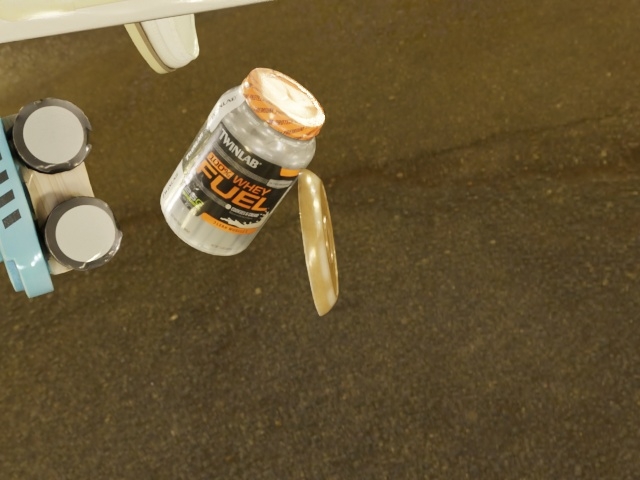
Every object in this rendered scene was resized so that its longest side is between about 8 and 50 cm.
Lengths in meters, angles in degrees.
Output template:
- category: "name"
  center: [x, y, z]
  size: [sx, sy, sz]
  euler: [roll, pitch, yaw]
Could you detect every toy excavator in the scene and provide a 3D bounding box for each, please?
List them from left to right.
- category: "toy excavator"
  center: [-0.555, -0.098, 1.089]
  size: [0.445, 0.433, 0.222]
  euler: [-19, 8, -22]

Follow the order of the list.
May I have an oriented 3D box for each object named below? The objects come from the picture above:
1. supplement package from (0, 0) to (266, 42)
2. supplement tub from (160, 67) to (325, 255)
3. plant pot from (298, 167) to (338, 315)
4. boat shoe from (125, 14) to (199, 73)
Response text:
- category: "supplement package"
  center: [-0.108, -0.250, 0.498]
  size: [0.262, 0.199, 0.198]
  euler: [-4, 21, 16]
- category: "supplement tub"
  center: [-0.138, -0.139, 1.382]
  size: [0.193, 0.316, 0.194]
  euler: [26, 33, -19]
- category: "plant pot"
  center: [0.000, 0.000, 1.219]
  size: [0.032, 0.236, 0.236]
  euler: [-8, 39, 5]
- category: "boat shoe"
  center: [-0.150, -0.308, 0.709]
  size: [0.103, 0.302, 0.113]
  euler: [-9, 24, 6]
